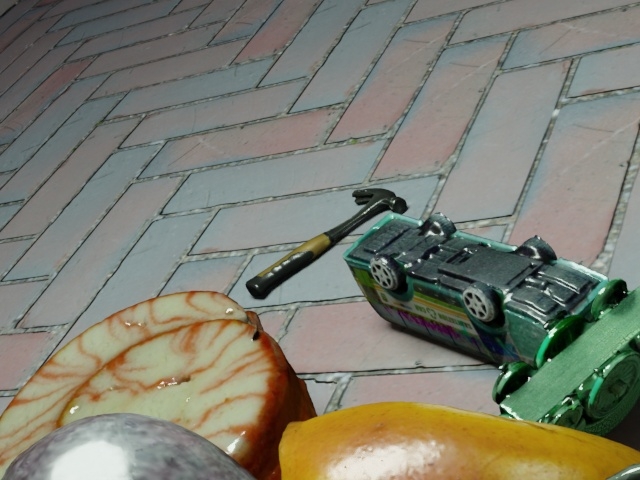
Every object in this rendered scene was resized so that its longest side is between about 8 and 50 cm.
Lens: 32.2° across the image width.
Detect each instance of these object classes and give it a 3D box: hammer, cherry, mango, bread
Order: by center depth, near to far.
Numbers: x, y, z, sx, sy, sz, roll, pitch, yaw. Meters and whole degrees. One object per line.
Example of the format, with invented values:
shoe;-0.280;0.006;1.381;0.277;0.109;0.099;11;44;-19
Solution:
cherry;-0.107;0.199;0.637;0.195;0.195;0.195;-21;29;12
mango;0.112;0.181;0.713;0.257;0.187;0.138;-7;53;15
bread;-0.151;0.185;0.982;0.295;0.114;0.327;-31;30;-7
hammer;0.000;0.000;1.250;0.201;0.021;0.078;-34;29;-14

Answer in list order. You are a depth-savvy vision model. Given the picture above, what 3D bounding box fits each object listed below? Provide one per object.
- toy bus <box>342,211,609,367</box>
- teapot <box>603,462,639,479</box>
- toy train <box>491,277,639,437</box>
toy bus;0.134;0.046;0.974;0.091;0.109;0.262;-39;33;-23
teapot;0.186;0.233;0.499;0.337;0.270;0.200;-6;-10;30
toy train;0.201;0.106;0.825;0.178;0.104;0.071;-36;47;-17
